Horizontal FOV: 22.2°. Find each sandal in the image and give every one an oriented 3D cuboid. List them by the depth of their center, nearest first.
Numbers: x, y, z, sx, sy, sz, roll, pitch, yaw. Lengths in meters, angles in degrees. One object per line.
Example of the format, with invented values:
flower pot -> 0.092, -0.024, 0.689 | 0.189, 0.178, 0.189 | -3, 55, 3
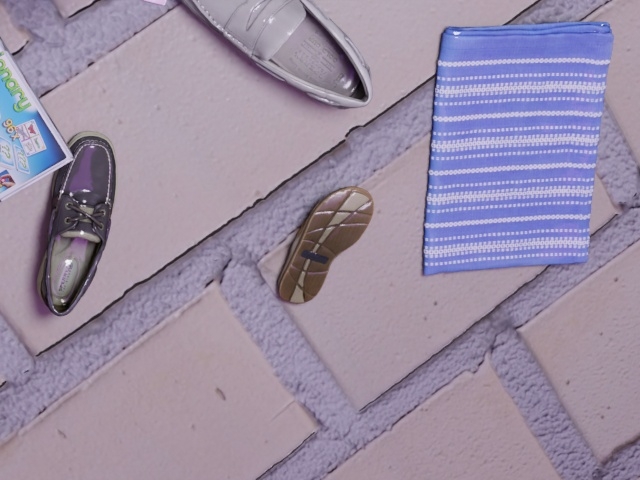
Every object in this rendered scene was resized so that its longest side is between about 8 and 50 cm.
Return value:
sandal -> 0.000, 0.000, 2.066 | 0.072, 0.049, 0.180 | 23, 115, -21

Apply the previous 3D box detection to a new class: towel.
towel -> 0.257, -0.118, 2.121 | 0.243, 0.040, 0.336 | -4, 111, -19

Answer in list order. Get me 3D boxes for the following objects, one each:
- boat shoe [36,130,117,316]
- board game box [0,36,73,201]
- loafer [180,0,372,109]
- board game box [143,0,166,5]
boat shoe -> -0.283, -0.015, 1.932 | 0.080, 0.073, 0.223 | 11, 104, -21
board game box -> -0.435, -0.170, 1.821 | 0.193, 0.053, 0.305 | -30, 117, -3
loafer -> -0.058, -0.262, 1.903 | 0.319, 0.111, 0.112 | 34, 95, -28
board game box -> -0.334, -0.338, 1.654 | 0.318, 0.318, 0.066 | 11, 106, -23
